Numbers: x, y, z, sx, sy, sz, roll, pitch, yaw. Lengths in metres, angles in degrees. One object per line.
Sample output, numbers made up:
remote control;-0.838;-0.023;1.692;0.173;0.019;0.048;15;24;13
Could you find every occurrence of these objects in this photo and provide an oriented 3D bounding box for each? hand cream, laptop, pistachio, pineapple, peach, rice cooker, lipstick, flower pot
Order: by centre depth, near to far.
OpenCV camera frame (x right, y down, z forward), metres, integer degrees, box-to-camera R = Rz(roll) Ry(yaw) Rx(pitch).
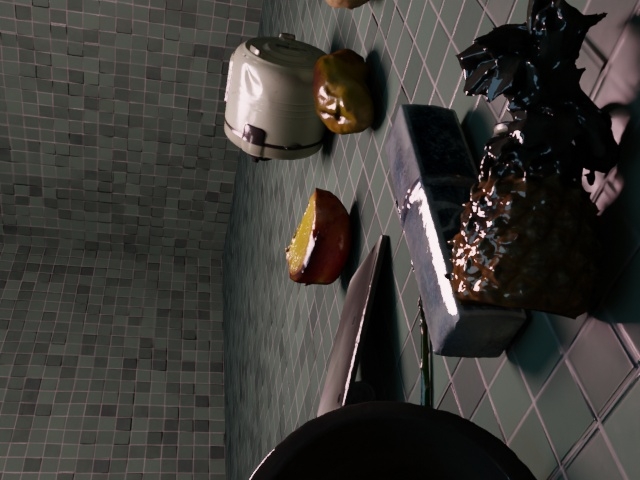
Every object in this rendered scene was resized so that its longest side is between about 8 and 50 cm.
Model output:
pineapple;0.155;-0.064;0.520;0.111;0.119;0.237;9;93;64
flower pot;0.066;0.288;0.599;0.166;0.269;0.268;72;-168;-56
lipstick;0.127;-0.018;0.713;0.076;0.078;0.289;110;159;-48
laptop;0.041;0.140;1.037;0.187;0.015;0.268;118;169;-62
hand cream;0.042;0.299;1.062;0.256;0.055;0.088;99;175;-45
pistachio;0.033;-0.241;1.162;0.189;0.100;0.110;-99;22;-43
peach;0.005;0.001;1.225;0.127;0.093;0.172;-141;68;-69
rice cooker;-0.086;-0.284;1.450;0.226;0.226;0.244;-105;20;-56

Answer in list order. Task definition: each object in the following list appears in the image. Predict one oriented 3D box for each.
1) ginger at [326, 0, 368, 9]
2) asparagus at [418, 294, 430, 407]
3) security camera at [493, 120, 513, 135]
ginger;0.047;-0.471;1.121;0.138;0.152;0.267;57;147;19
asparagus;0.122;0.142;0.828;0.016;0.013;0.165;153;121;-63
security camera;0.171;-0.052;0.594;0.058;0.058;0.092;-166;77;-77
